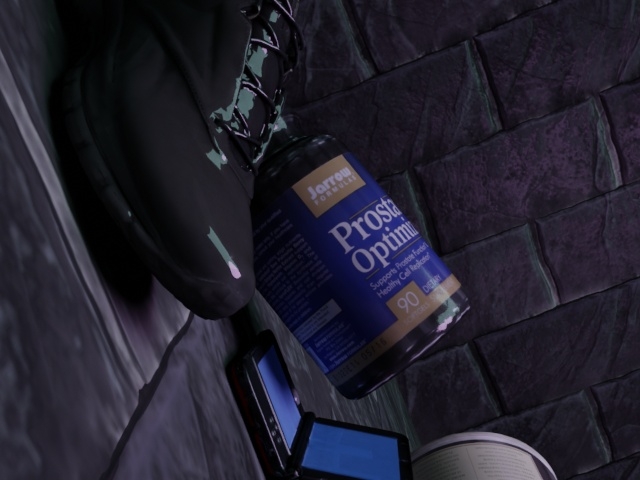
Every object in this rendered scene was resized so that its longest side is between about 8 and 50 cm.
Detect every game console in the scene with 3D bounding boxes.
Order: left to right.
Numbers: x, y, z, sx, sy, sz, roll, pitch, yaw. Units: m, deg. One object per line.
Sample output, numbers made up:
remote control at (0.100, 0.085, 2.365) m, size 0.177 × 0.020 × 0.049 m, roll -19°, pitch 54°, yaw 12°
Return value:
game console at (0.005, 0.118, 0.576) m, size 0.144 × 0.085 × 0.124 m, roll -31°, pitch 100°, yaw -86°

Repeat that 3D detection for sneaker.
sneaker at (-0.065, -0.093, 0.441) m, size 0.109 × 0.130 × 0.286 m, roll 65°, pitch 7°, yaw -59°

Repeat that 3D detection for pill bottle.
pill bottle at (0.000, 0.000, 0.607) m, size 0.219 × 0.123 × 0.123 m, roll 51°, pitch 3°, yaw 5°

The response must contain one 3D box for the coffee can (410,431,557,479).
coffee can at (0.161, 0.332, 0.719) m, size 0.275 × 0.201 × 0.202 m, roll -99°, pitch 167°, yaw -69°
